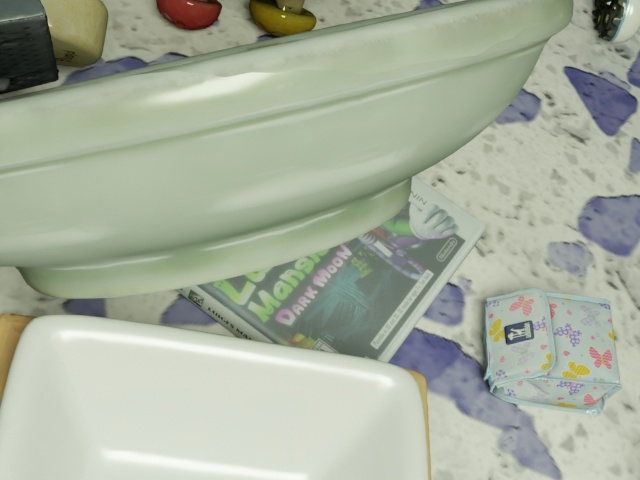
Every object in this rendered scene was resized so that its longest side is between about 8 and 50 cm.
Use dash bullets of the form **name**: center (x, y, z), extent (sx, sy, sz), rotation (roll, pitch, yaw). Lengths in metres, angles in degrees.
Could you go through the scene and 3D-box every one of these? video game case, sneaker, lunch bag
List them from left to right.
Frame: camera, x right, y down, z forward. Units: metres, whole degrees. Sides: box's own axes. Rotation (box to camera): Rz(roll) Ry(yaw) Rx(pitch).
- **video game case**: center (0.000, 0.000, 0.643), extent (0.173, 0.022, 0.190), rotation (36, 53, 9)
- **lunch bag**: center (0.151, 0.072, 0.624), extent (0.083, 0.053, 0.071), rotation (8, 52, -2)
- **sneaker**: center (0.321, -0.266, 0.895), extent (0.086, 0.085, 0.237), rotation (25, 53, 6)

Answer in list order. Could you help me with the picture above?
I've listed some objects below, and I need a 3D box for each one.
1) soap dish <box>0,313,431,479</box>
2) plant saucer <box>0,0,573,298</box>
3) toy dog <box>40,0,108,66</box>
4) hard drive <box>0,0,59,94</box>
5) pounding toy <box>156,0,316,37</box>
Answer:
- **soap dish**: center (-0.062, 0.186, 0.433), extent (0.229, 0.118, 0.290), rotation (10, 54, -11)
- **plant saucer**: center (-0.063, -0.049, 0.505), extent (0.401, 0.400, 0.100), rotation (-20, 105, -29)
- **toy dog**: center (-0.245, -0.214, 0.539), extent (0.334, 0.161, 0.220), rotation (-9, 87, -26)
- **hard drive**: center (-0.262, -0.085, 0.456), extent (0.255, 0.172, 0.054), rotation (-15, 92, -13)
- **pounding toy**: center (-0.048, -0.217, 0.748), extent (0.183, 0.110, 0.237), rotation (23, 22, 12)
